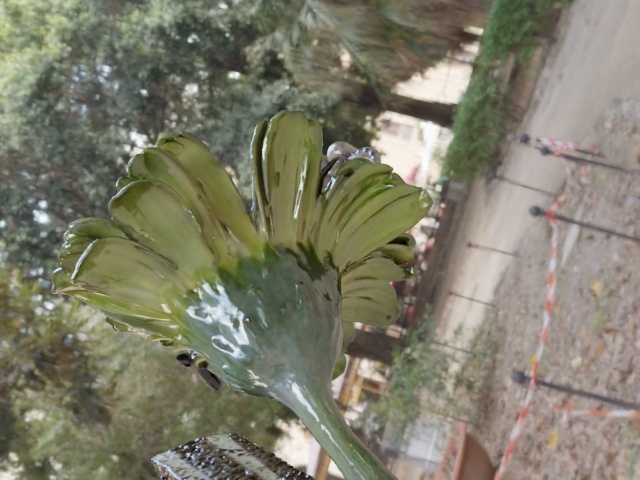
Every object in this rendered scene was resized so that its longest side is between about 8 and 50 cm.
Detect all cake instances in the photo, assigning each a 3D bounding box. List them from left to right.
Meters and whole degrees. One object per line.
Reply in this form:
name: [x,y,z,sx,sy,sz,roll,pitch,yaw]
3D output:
cake: [-0.073,0.242,0.753,0.246,0.112,0.135,51,136,46]

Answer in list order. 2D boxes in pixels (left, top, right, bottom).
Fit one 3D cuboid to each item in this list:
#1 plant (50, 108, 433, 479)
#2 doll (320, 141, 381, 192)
plant: [-0.045,0.074,0.632,0.261,0.306,0.296,-36,69,56]
doll: [-0.001,0.000,0.997,0.154,0.119,0.278,-18,49,55]
